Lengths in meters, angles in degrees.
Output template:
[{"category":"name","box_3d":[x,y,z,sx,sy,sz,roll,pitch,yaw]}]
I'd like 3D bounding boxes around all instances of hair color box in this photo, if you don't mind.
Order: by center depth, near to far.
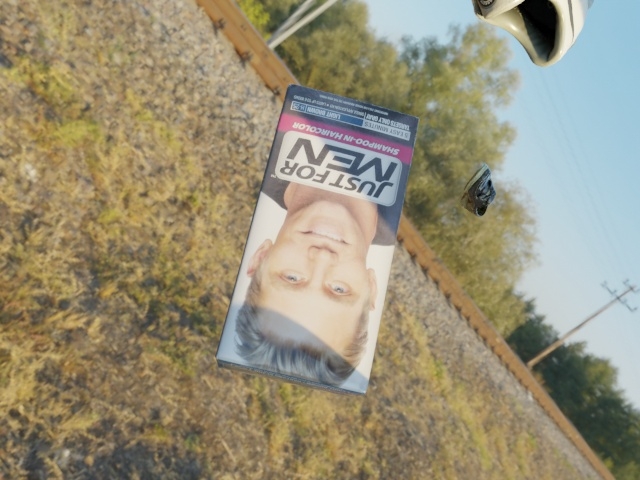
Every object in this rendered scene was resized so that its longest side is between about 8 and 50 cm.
[{"category":"hair color box","box_3d":[0.000,0.000,0.802,0.174,0.347,0.105,14,-17,-4]}]

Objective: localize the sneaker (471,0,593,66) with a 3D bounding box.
[{"category":"sneaker","box_3d":[0.208,-0.342,0.764,0.330,0.122,0.146,39,58,-23]}]

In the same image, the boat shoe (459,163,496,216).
[{"category":"boat shoe","box_3d":[0.275,-0.083,1.118,0.049,0.056,0.152,42,-6,15]}]
